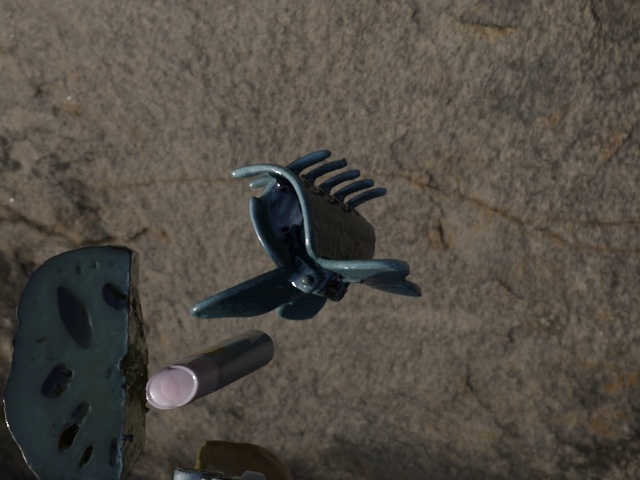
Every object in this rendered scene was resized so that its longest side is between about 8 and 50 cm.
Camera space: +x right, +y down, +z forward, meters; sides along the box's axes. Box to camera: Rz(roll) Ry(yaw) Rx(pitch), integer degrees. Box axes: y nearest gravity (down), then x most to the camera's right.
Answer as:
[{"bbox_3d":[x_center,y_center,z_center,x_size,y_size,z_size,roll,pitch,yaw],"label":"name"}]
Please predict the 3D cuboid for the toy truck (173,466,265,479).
[{"bbox_3d":[-0.031,0.212,0.536,0.114,0.098,0.227,11,165,-21],"label":"toy truck"}]

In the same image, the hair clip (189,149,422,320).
[{"bbox_3d":[0.000,0.000,1.407,0.392,0.238,0.318,-15,162,26],"label":"hair clip"}]

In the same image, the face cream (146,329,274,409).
[{"bbox_3d":[-0.172,0.211,1.325,0.107,0.269,0.073,-25,86,24],"label":"face cream"}]

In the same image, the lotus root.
[{"bbox_3d":[-0.288,0.139,0.979,0.149,0.267,0.260,3,178,-8],"label":"lotus root"}]

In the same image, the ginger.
[{"bbox_3d":[-0.087,0.397,1.120,0.267,0.152,0.138,53,162,12],"label":"ginger"}]
